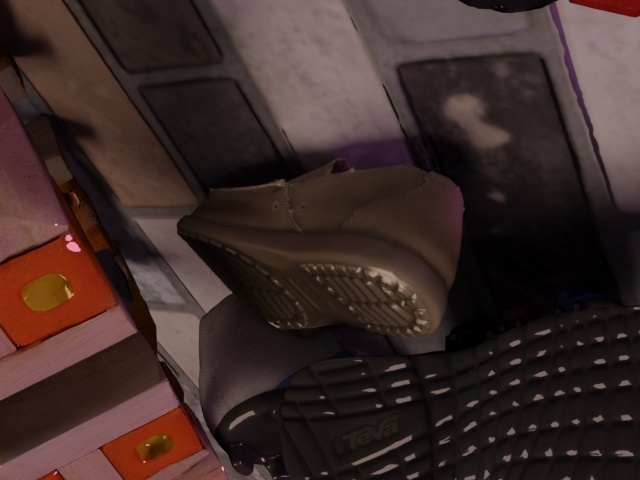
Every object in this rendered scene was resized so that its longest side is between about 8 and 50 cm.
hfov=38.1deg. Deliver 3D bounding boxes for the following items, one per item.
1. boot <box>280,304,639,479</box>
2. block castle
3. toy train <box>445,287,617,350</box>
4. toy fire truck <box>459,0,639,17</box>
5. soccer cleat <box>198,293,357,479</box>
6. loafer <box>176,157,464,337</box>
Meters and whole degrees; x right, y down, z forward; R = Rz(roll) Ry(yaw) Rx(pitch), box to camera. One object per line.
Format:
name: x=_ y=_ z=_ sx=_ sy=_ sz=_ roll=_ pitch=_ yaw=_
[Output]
boot: x=0.164 y=0.105 z=0.564 sx=0.338 sy=0.118 sz=0.223 roll=-2 pitch=172 yaw=38
block castle: x=-0.246 y=0.018 z=0.577 sx=0.303 sy=0.213 sz=0.453 roll=55 pitch=167 yaw=41
toy train: x=0.140 y=0.061 z=0.637 sx=0.027 sy=0.036 sz=0.158 roll=4 pitch=163 yaw=-33
toy fire truck: x=0.167 y=-0.141 z=0.259 sx=0.246 sy=0.158 sz=0.217 roll=13 pitch=146 yaw=1
soccer cleat: x=0.027 y=0.139 z=0.777 sx=0.116 sy=0.143 sz=0.331 roll=-36 pitch=139 yaw=18
loafer: x=0.000 y=0.000 z=0.609 sx=0.268 sy=0.092 sz=0.102 roll=9 pitch=144 yaw=53
